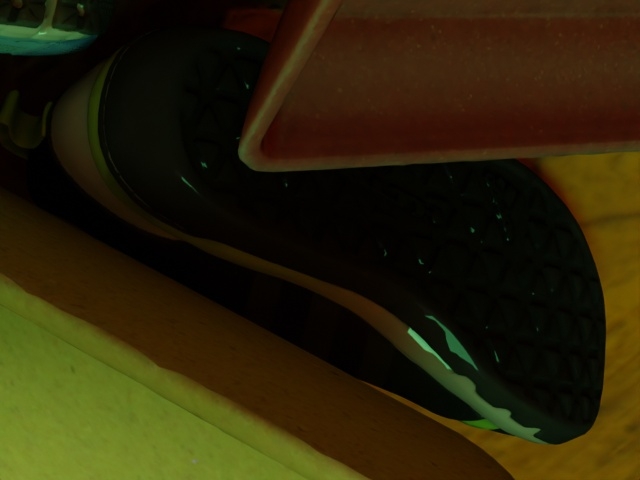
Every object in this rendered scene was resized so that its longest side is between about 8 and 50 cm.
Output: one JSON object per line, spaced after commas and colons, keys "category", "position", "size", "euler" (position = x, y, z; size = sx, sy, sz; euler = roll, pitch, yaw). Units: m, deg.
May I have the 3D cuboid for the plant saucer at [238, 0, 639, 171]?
{"category": "plant saucer", "position": [0.128, -0.118, 0.440], "size": [0.259, 0.047, 0.258], "euler": [-4, 146, -31]}

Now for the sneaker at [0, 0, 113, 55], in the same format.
{"category": "sneaker", "position": [-0.139, -0.078, 0.511], "size": [0.162, 0.063, 0.073], "euler": [9, 152, -10]}

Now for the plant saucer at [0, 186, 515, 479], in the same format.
{"category": "plant saucer", "position": [-0.084, 0.116, 0.592], "size": [0.333, 0.081, 0.333], "euler": [28, 133, 19]}

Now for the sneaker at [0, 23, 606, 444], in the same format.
{"category": "sneaker", "position": [0.000, 0.000, 0.604], "size": [0.235, 0.084, 0.097], "euler": [34, 148, -33]}
